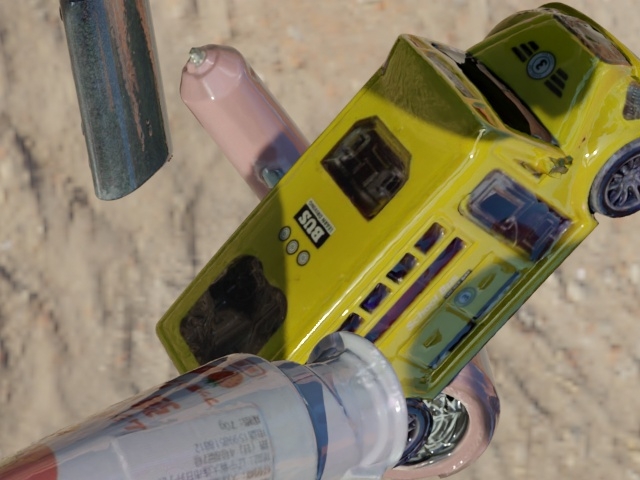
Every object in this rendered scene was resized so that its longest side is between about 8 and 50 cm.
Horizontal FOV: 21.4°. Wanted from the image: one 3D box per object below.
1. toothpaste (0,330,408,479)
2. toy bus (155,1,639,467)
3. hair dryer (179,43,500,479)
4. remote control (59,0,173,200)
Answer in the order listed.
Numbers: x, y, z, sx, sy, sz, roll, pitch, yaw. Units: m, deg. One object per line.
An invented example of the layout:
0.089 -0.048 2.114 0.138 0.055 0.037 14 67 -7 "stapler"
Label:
-0.074 0.079 0.505 0.234 0.089 0.057 -15 81 -40 "toothpaste"
0.058 -0.009 1.043 0.331 0.145 0.151 -49 136 12 "toy bus"
0.000 0.000 1.213 0.352 0.125 0.210 50 19 -36 "hair dryer"
-0.170 -0.219 1.284 0.107 0.044 0.377 -46 137 -50 "remote control"
